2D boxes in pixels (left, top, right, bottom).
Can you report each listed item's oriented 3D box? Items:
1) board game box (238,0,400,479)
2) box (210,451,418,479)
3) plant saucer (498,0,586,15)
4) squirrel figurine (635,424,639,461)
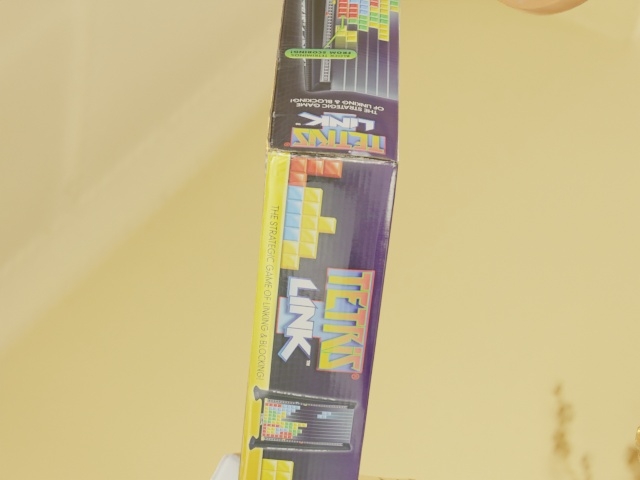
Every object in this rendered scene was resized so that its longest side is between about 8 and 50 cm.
[{"bbox_3d":[0.000,0.000,0.727,0.141,0.048,0.170,-88,4,-54],"label":"board game box"},{"bbox_3d":[0.100,0.249,0.801,0.168,0.345,0.215,-62,-26,3],"label":"box"},{"bbox_3d":[0.077,-0.113,0.610,0.013,0.083,0.083,18,-82,-36],"label":"plant saucer"},{"bbox_3d":[0.411,0.182,1.152,0.397,0.281,0.370,-28,-2,10],"label":"squirrel figurine"}]
